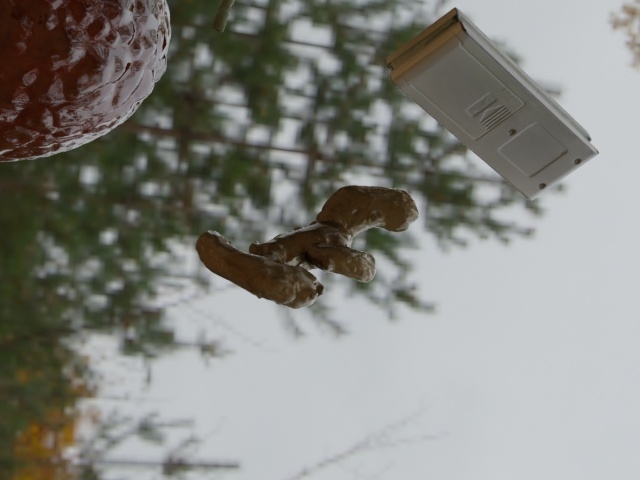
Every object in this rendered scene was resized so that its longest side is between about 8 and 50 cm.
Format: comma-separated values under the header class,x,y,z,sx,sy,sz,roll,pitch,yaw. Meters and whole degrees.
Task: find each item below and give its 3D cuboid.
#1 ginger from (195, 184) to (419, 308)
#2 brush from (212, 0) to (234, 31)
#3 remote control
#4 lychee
class,x,y,z,sx,sy,sz,roll,pitch,yaw
ginger,0.006,0.009,1.765,0.149,0.259,0.065,49,-36,43
brush,-0.120,-0.308,2.159,0.013,0.016,0.083,-30,-141,66
remote control,0.200,-0.153,1.918,0.103,0.277,0.055,-35,-138,22
lychee,-0.245,-0.171,1.242,0.300,0.255,0.255,-2,-97,57
